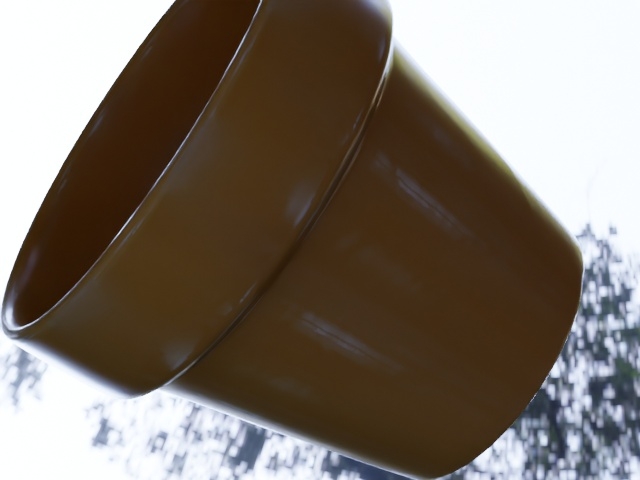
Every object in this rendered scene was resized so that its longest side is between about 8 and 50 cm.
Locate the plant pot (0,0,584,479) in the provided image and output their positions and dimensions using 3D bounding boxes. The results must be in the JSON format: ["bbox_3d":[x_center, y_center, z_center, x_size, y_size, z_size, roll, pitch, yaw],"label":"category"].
[{"bbox_3d":[0.000,0.000,0.769,0.188,0.205,0.205,33,-67,-18],"label":"plant pot"}]
